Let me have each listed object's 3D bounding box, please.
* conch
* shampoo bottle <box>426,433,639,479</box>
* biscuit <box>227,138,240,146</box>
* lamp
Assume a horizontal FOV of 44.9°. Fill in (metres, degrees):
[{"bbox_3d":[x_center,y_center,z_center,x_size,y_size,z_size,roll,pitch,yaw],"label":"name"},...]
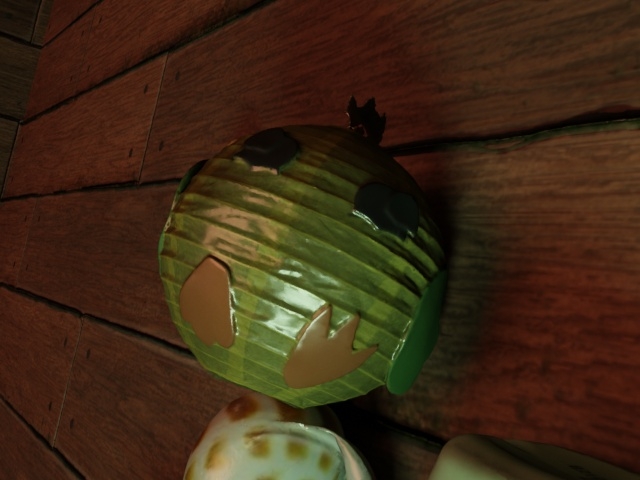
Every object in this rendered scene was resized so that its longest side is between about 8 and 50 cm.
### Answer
[{"bbox_3d":[-0.032,0.225,0.693,0.149,0.182,0.275,76,-169,-62],"label":"conch"},{"bbox_3d":[0.114,0.300,0.434,0.222,0.151,0.350,11,87,56],"label":"shampoo bottle"},{"bbox_3d":[-0.092,0.026,0.966,0.205,0.049,0.324,-61,34,23],"label":"biscuit"},{"bbox_3d":[0.000,0.000,0.665,0.250,0.250,0.284,7,68,58],"label":"lamp"}]
